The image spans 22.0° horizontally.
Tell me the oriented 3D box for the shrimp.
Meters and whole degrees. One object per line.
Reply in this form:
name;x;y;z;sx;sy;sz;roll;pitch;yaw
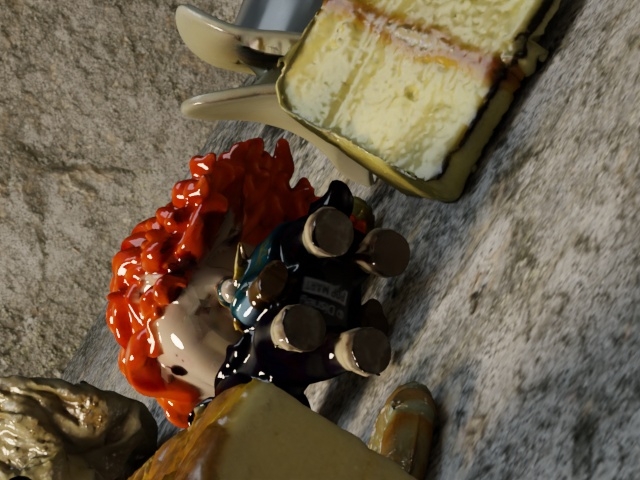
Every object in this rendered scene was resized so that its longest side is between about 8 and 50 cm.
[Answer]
shrimp;0.049;0.171;1.218;0.099;0.041;0.180;-54;13;26

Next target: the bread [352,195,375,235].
bread;0.017;0.000;1.766;0.110;0.060;0.066;-53;-19;23

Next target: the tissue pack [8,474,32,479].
tissue pack;-0.308;0.395;1.768;0.210;0.198;0.370;-62;11;-4

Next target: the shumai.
shumai;-0.377;0.325;2.108;0.267;0.314;0.262;109;169;-62

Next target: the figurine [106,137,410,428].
figurine;-0.059;0.072;1.584;0.412;0.241;0.306;-141;58;-61

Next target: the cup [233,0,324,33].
cup;0.057;-0.336;1.947;0.323;0.236;0.327;118;171;-83

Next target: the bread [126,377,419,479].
bread;-0.069;0.274;1.034;0.279;0.207;0.279;-44;19;53

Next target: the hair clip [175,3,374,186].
hair clip;-0.034;-0.161;1.792;0.172;0.282;0.113;151;134;-70

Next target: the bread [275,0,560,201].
bread;0.103;-0.190;1.591;0.263;0.198;0.236;-61;19;-1
